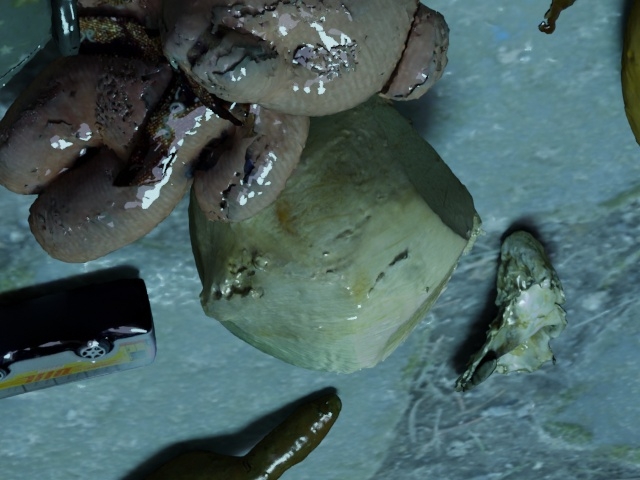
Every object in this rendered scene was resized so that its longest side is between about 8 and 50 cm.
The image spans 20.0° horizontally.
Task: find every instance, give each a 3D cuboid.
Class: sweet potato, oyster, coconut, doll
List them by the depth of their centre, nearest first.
[{"bbox_3d":[-0.085,-0.094,1.063,0.303,0.156,0.201,-39,94,19],"label":"doll"},{"bbox_3d":[-0.002,-0.003,1.198,0.194,0.194,0.194,-8,141,-7],"label":"coconut"},{"bbox_3d":[0.158,0.062,1.454,0.106,0.061,0.200,-8,147,-35],"label":"oyster"},{"bbox_3d":[-0.093,0.209,1.529,0.269,0.074,0.075,-31,138,17],"label":"sweet potato"}]

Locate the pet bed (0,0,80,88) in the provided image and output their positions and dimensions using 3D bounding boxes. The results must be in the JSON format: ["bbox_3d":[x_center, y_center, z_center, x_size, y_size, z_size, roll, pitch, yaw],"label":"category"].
[{"bbox_3d":[-0.214,-0.185,0.914,0.159,0.211,0.183,-36,136,12],"label":"pet bed"}]

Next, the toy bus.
[{"bbox_3d":[-0.206,0.078,1.352,0.172,0.057,0.072,-13,149,1],"label":"toy bus"}]

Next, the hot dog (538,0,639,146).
[{"bbox_3d":[0.265,-0.120,1.207,0.194,0.107,0.326,-26,139,16],"label":"hot dog"}]
